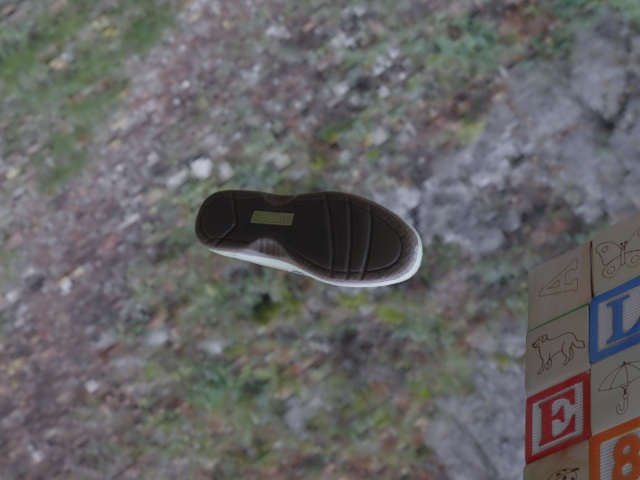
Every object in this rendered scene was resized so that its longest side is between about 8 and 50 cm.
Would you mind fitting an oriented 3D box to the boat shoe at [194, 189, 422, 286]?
[{"bbox_3d":[0.000,0.000,1.084,0.072,0.190,0.068,36,71,-55],"label":"boat shoe"}]

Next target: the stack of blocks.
[{"bbox_3d":[0.236,0.041,0.669,0.297,0.087,0.171,-30,-144,36],"label":"stack of blocks"}]
